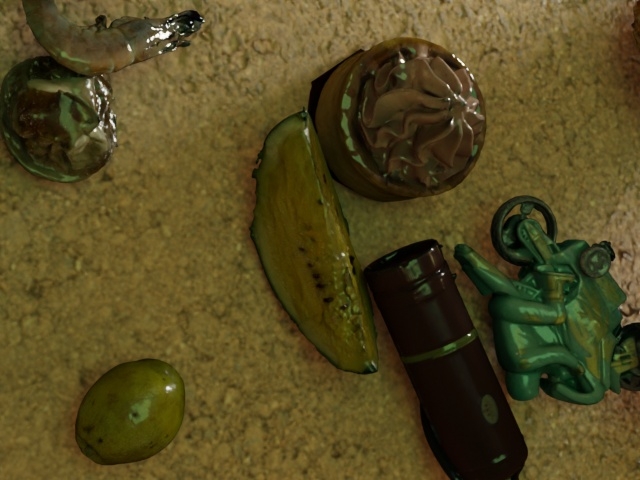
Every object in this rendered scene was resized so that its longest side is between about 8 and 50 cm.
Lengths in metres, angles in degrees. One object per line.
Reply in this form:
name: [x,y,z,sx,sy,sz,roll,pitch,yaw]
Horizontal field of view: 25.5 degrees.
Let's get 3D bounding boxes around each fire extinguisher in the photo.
fire extinguisher: [0.164,0.166,1.643,0.141,0.105,0.341,-34,103,-44]

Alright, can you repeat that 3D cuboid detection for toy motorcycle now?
toy motorcycle: [0.277,0.094,1.700,0.198,0.109,0.296,-39,100,-12]

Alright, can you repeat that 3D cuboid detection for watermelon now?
watermelon: [0.000,0.000,1.585,0.123,0.129,0.301,-19,98,-23]

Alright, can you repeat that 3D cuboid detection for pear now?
pear: [-0.200,0.183,1.498,0.107,0.107,0.131,45,67,-10]

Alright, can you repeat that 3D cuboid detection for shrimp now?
shrimp: [-0.233,-0.251,1.561,0.219,0.046,0.152,-17,67,-42]

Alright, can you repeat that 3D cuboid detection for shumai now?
shumai: [-0.272,-0.132,1.508,0.145,0.116,0.146,4,80,-21]

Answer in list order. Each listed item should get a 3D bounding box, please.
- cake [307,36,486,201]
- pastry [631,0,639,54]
cake: [0.099,-0.144,1.619,0.207,0.178,0.185,26,75,-12]
pastry: [0.525,-0.258,1.799,0.311,0.162,0.255,-37,86,-31]
